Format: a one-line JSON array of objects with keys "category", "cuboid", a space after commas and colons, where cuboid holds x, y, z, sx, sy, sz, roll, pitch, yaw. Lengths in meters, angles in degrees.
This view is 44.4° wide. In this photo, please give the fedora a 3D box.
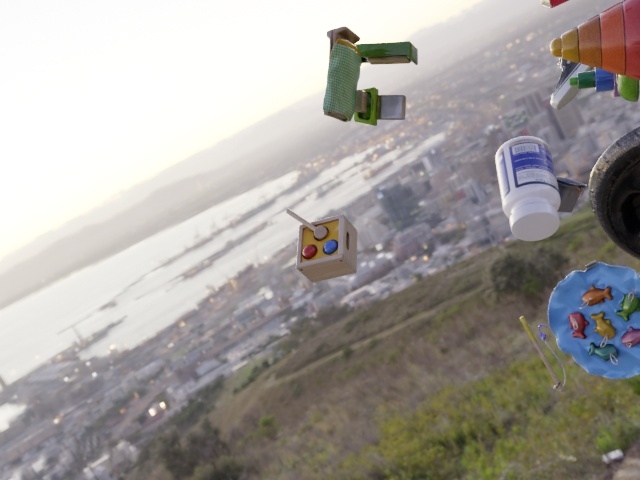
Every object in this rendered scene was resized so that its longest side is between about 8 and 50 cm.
[{"category": "fedora", "cuboid": [0.595, -0.098, 1.218, 0.334, 0.334, 0.152, -17, 29, 48]}]

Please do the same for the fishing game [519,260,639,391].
[{"category": "fishing game", "cuboid": [0.435, 0.124, 1.185, 0.264, 0.189, 0.041, -26, -1, 35]}]

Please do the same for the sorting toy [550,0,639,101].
[{"category": "sorting toy", "cuboid": [0.417, -0.272, 1.185, 0.126, 0.127, 0.365, -3, 0, 18]}]

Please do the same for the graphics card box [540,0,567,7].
[{"category": "graphics card box", "cuboid": [0.533, -0.715, 1.669, 0.233, 0.370, 0.094, -22, 21, 8]}]

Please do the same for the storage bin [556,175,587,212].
[{"category": "storage bin", "cuboid": [0.689, -0.128, 2.225, 0.098, 0.091, 0.135, 27, 18, 38]}]

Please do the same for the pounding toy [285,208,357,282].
[{"category": "pounding toy", "cuboid": [0.000, 0.000, 1.686, 0.130, 0.100, 0.141, -14, 54, 24]}]

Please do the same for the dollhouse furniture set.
[{"category": "dollhouse furniture set", "cuboid": [0.122, -0.373, 1.822, 0.151, 0.197, 0.301, 3, 4, 17]}]

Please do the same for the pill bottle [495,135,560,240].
[{"category": "pill bottle", "cuboid": [0.561, -0.139, 2.112, 0.153, 0.153, 0.264, -22, 47, 29]}]

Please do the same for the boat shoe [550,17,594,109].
[{"category": "boat shoe", "cuboid": [0.579, -0.399, 1.775, 0.219, 0.070, 0.078, -56, -24, 4]}]
